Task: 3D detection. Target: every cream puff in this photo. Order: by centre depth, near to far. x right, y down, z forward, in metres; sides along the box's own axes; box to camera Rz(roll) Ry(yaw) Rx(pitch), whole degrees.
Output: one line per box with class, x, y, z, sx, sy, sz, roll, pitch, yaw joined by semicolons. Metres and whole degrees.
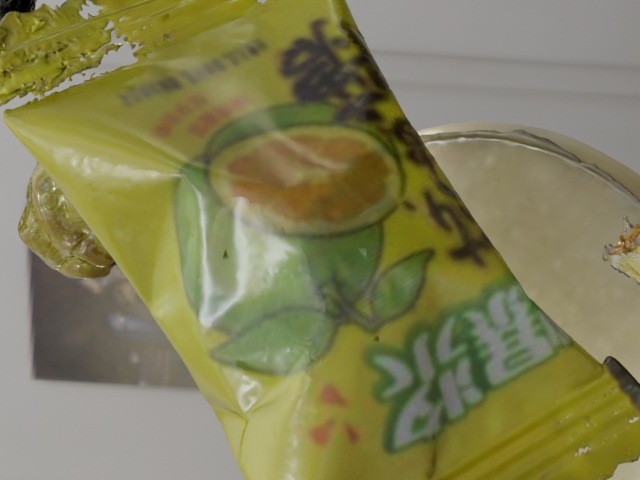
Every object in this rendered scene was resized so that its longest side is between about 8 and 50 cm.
cream puff;-0.162;-0.029;1.002;0.146;0.116;0.146;-63;-7;-14

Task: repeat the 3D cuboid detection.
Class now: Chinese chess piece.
Chinese chess piece;0.106;0.087;0.858;0.140;0.338;0.338;15;-102;-72

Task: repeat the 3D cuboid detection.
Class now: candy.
candy;0.000;0.000;0.537;0.297;0.187;0.081;56;154;14

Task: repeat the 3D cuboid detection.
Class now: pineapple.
pineapple;0.168;0.015;0.560;0.019;0.083;0.045;-51;-10;-30

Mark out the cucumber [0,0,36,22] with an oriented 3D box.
cucumber;-0.155;-0.213;0.649;0.072;0.081;0.303;-19;-40;-53
